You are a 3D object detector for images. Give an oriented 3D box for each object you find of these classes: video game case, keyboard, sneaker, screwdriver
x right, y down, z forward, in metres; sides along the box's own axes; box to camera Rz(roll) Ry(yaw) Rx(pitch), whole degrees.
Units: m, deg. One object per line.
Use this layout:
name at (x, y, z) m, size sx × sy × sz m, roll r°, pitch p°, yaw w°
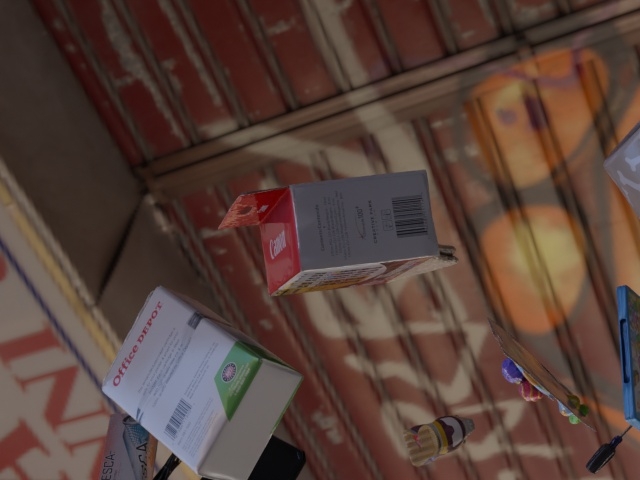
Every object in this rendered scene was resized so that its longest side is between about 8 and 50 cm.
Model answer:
video game case at (0.382, 0.149, 1.357) m, size 0.119 × 0.015 × 0.166 m, roll 34°, pitch -130°, yaw -43°
keyboard at (-0.179, 0.398, 1.699) m, size 0.317 × 0.201 × 0.033 m, roll -55°, pitch -19°, yaw -28°
sneaker at (0.196, 0.327, 1.914) m, size 0.185 × 0.084 × 0.069 m, roll 134°, pitch 120°, yaw -72°
screwdriver at (0.461, 0.285, 1.745) m, size 0.024 × 0.170 × 0.025 m, roll 43°, pitch -174°, yaw 17°

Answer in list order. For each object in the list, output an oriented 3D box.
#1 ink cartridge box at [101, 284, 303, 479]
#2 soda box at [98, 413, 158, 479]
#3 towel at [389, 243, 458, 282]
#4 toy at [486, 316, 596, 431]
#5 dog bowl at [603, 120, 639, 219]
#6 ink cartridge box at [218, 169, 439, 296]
ink cartridge box at (-0.152, 0.176, 1.450) m, size 0.219 × 0.160 × 0.092 m, roll 31°, pitch -178°, yaw 42°
soda box at (-0.265, 0.325, 1.581) m, size 0.058 × 0.063 × 0.183 m, roll 82°, pitch -173°, yaw -46°
towel at (0.163, 0.044, 2.446) m, size 0.282 × 0.187 × 0.049 m, roll 8°, pitch -114°, yaw -64°
toy at (0.371, 0.247, 2.030) m, size 0.237 × 0.056 × 0.137 m, roll 37°, pitch -166°, yaw -19°
dog bowl at (0.500, -0.175, 1.474) m, size 0.102 × 0.349 × 0.349 m, roll 43°, pitch -163°, yaw 6°
ink cartridge box at (0.000, 0.000, 1.746) m, size 0.309 × 0.272 × 0.130 m, roll 137°, pitch 125°, yaw -76°
